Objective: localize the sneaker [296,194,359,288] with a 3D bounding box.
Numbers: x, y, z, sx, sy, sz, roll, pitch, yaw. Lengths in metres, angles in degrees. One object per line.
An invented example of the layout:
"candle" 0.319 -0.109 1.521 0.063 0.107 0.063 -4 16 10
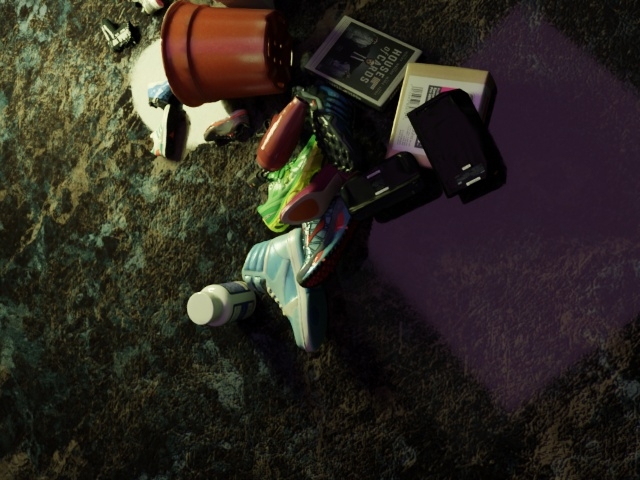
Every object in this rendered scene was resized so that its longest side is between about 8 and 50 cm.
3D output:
"sneaker" 0.000 0.000 1.275 0.125 0.104 0.262 24 68 22

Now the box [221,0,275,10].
"box" -0.206 -0.685 1.354 0.091 0.170 0.130 -10 86 23

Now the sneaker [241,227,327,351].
"sneaker" -0.102 0.140 1.343 0.208 0.127 0.319 -13 76 22

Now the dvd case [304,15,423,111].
"dvd case" 0.104 -0.440 1.259 0.239 0.029 0.179 33 82 21

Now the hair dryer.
"hair dryer" -0.117 -0.270 1.267 0.293 0.080 0.223 -21 59 56

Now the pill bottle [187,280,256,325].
"pill bottle" -0.268 0.172 1.381 0.112 0.187 0.112 0 90 25

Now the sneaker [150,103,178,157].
"sneaker" -0.482 -0.333 1.545 0.075 0.057 0.161 10 97 19

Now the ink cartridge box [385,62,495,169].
"ink cartridge box" 0.276 -0.278 1.183 0.193 0.088 0.234 15 97 25

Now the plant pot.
"plant pot" -0.225 -0.487 1.329 0.265 0.272 0.272 4 92 17

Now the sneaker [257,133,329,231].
"sneaker" -0.075 -0.165 1.333 0.123 0.109 0.295 38 104 19

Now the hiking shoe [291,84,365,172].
"hiking shoe" 0.041 -0.289 1.225 0.132 0.113 0.304 -21 58 -16

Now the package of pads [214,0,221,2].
"package of pads" -0.248 -0.638 1.262 0.050 0.032 0.083 -7 89 23

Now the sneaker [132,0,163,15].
"sneaker" -0.558 -0.762 1.572 0.075 0.063 0.170 -39 80 14

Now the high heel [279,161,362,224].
"high heel" -0.018 -0.127 1.262 0.244 0.082 0.117 -37 42 -15

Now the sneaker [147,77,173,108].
"sneaker" -0.462 -0.440 1.533 0.152 0.058 0.084 -4 83 29

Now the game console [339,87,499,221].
"game console" 0.200 -0.170 1.152 0.361 0.044 0.213 -26 82 25

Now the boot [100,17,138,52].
"boot" -0.639 -0.668 1.621 0.099 0.045 0.121 -20 89 26

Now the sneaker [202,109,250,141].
"sneaker" -0.266 -0.311 1.448 0.158 0.061 0.064 -26 86 23
